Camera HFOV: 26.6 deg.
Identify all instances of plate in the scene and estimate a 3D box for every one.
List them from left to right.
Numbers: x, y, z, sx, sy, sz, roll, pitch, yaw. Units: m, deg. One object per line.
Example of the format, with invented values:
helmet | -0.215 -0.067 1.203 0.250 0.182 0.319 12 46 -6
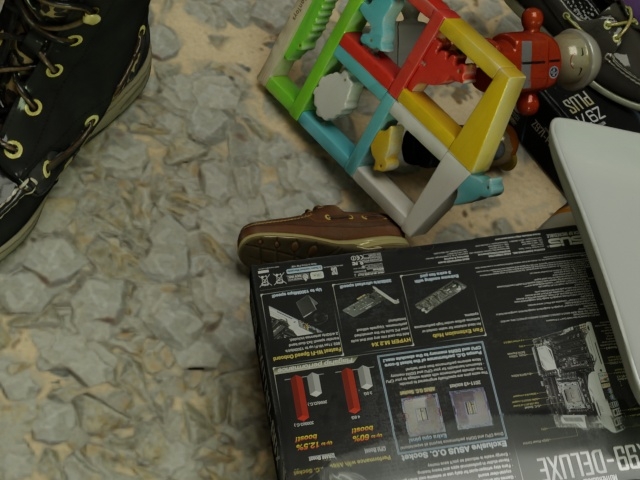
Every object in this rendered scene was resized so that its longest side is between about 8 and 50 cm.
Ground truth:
plate | 0.323 0.035 1.153 0.278 0.045 0.277 7 56 -33

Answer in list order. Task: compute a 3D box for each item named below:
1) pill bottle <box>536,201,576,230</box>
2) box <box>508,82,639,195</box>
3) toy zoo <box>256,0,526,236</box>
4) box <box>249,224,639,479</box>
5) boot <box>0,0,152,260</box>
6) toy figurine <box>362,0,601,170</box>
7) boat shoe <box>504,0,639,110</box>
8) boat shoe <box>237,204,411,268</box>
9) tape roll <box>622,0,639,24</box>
pill bottle | 0.343 -0.019 1.341 0.162 0.162 0.278 44 57 12
box | 0.300 -0.148 1.464 0.180 0.077 0.147 -25 69 -30
toy zoo | 0.073 -0.141 1.291 0.030 0.192 0.293 -10 49 -48
box | 0.109 0.119 1.115 0.307 0.076 0.243 -8 59 -7
boot | -0.249 -0.153 1.156 0.138 0.284 0.377 35 53 6
toy figurine | 0.156 -0.188 1.364 0.148 0.209 0.213 -9 58 -34
boat shoe | 0.287 -0.225 1.418 0.227 0.069 0.081 42 55 12
boat shoe | 0.000 0.000 1.283 0.178 0.064 0.060 2 50 -26
tape roll | 0.466 -0.272 1.571 0.274 0.090 0.275 7 49 -8
